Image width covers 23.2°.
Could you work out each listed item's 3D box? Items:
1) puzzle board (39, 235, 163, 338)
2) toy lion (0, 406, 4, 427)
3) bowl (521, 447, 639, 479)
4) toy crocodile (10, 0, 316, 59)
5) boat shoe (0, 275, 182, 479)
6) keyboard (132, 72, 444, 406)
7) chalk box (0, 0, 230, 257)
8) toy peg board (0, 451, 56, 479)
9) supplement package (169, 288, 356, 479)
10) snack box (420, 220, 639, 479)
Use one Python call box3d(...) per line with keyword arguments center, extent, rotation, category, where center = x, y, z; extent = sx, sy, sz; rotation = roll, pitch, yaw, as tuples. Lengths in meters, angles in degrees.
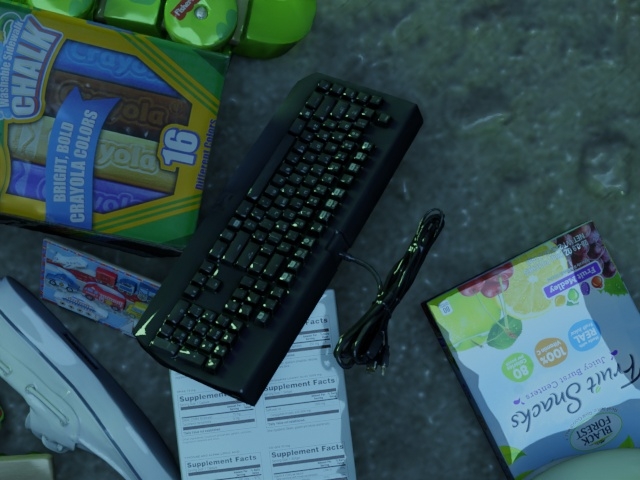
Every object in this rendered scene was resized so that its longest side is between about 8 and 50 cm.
box3d(center=(-0.198, 0.051, 1.425), extent=(0.128, 0.096, 0.011), rotation=(22, 52, 4), category="puzzle board")
box3d(center=(-0.343, 0.151, 1.420), extent=(0.100, 0.034, 0.096), rotation=(-12, 69, -38), category="toy lion")
box3d(center=(0.240, 0.284, 1.366), extent=(0.298, 0.134, 0.297), rotation=(-10, 125, -15), category="bowl")
box3d(center=(-0.175, -0.225, 1.437), extent=(0.341, 0.115, 0.105), rotation=(10, 79, -2), category="toy crocodile")
box3d(center=(-0.231, 0.151, 1.427), extent=(0.084, 0.095, 0.258), rotation=(-43, 77, 1), category="boat shoe")
box3d(center=(0.000, 0.000, 1.293), extent=(0.202, 0.033, 0.317), rotation=(22, 62, 16), category="keyboard")
box3d(center=(-0.251, -0.101, 1.357), extent=(0.289, 0.180, 0.179), rotation=(14, 85, -18), category="chalk box")
box3d(center=(-0.314, 0.267, 1.427), extent=(0.161, 0.079, 0.160), rotation=(-3, 101, -1), category="toy peg board")
box3d(center=(-0.051, 0.155, 1.369), extent=(0.149, 0.194, 0.203), rotation=(-7, 85, -2), category="supplement package")
box3d(center=(0.216, 0.111, 1.439), extent=(0.174, 0.070, 0.207), rotation=(-27, 88, -3), category="snack box")
